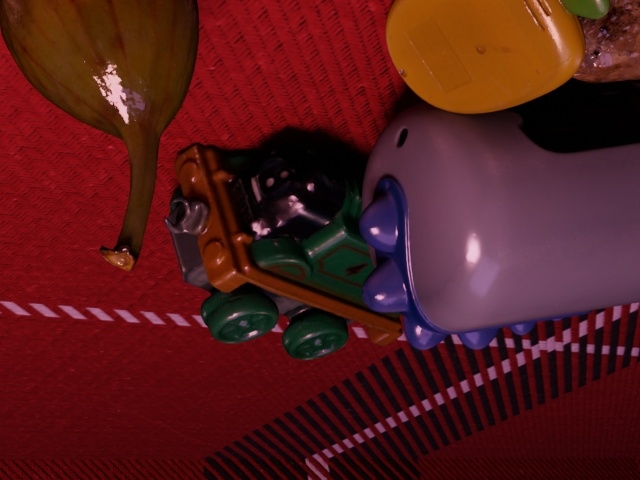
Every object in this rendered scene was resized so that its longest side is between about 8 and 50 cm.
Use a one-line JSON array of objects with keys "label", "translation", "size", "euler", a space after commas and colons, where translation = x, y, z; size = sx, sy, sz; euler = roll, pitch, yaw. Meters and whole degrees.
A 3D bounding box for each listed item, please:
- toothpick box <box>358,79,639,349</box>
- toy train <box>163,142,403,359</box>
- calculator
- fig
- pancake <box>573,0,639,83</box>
[{"label": "toothpick box", "translation": [0.198, -0.022, 1.177], "size": [0.355, 0.263, 0.263], "euler": [-7, 158, -25]}, {"label": "toy train", "translation": [0.000, 0.000, 1.330], "size": [0.249, 0.178, 0.429], "euler": [-32, 150, 23]}, {"label": "calculator", "translation": [0.144, -0.181, 0.997], "size": [0.032, 0.146, 0.235], "euler": [-43, -167, -34]}, {"label": "fig", "translation": [-0.149, -0.116, 0.880], "size": [0.151, 0.259, 0.151], "euler": [-17, 157, -7]}, {"label": "pancake", "translation": [0.360, -0.235, 1.015], "size": [0.387, 0.082, 0.387], "euler": [-8, 163, -2]}]
